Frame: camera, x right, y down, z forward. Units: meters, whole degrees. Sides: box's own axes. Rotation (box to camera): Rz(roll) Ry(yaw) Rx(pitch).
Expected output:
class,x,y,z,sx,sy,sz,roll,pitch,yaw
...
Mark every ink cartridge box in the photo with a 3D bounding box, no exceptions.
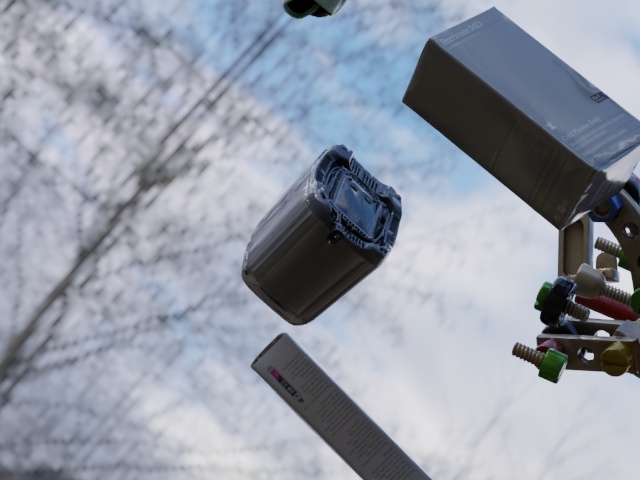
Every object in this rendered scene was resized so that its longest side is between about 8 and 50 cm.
class,x,y,z,sx,sy,sz,roll,pitch,yaw
ink cartridge box,0.055,0.255,2.320,0.330,0.071,0.324,46,-2,6

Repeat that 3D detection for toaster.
class,x,y,z,sx,sy,sz,roll,pitch,yaw
toaster,0.000,0.000,2.118,0.129,0.146,0.227,41,25,-11

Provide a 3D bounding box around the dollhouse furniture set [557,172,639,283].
class,x,y,z,sx,sy,sz,roll,pitch,yaw
dollhouse furniture set,0.420,-0.014,2.816,0.151,0.144,0.123,-5,-16,27

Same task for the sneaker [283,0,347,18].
class,x,y,z,sx,sy,sz,roll,pitch,yaw
sneaker,-0.019,-0.354,2.269,0.094,0.151,0.256,37,1,-31

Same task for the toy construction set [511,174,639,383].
class,x,y,z,sx,sy,sz,roll,pitch,yaw
toy construction set,0.397,0.079,2.155,0.237,0.257,0.309,23,-1,15

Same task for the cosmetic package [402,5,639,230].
class,x,y,z,sx,sy,sz,roll,pitch,yaw
cosmetic package,0.220,-0.133,1.982,0.238,0.127,0.107,42,-45,17
